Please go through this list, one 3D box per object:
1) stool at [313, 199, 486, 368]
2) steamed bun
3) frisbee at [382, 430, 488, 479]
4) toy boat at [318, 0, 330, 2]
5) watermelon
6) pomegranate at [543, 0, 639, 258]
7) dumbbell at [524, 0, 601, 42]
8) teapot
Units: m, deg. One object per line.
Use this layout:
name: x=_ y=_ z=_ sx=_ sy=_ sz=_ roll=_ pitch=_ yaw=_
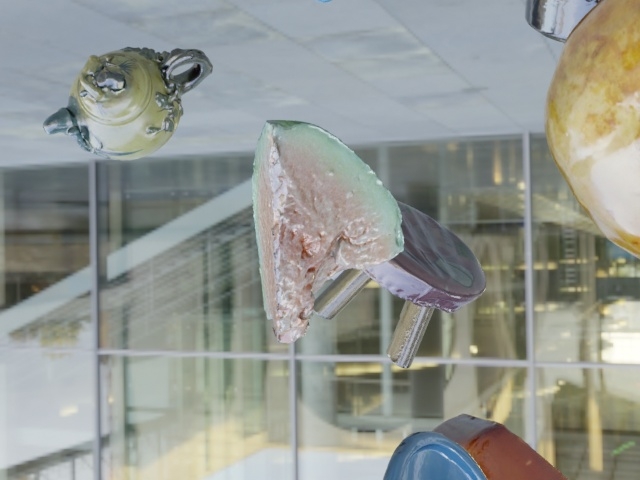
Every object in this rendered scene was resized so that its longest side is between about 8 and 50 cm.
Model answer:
stool: x=0.125 y=0.062 z=1.488 sx=0.272 sy=0.178 sz=0.272 roll=26 pitch=-156 yaw=-13
steamed bun: x=0.329 y=0.510 z=1.580 sx=0.379 sy=0.248 sz=0.235 roll=43 pitch=164 yaw=-11
frisbee: x=0.140 y=0.362 z=0.997 sx=0.049 sy=0.289 sz=0.290 roll=-25 pitch=167 yaw=31
toy boat: x=0.013 y=-0.216 z=0.534 sx=0.105 sy=0.149 sz=0.034 roll=-21 pitch=-131 yaw=-19
watermelon: x=-0.002 y=-0.010 z=0.523 sx=0.101 sy=0.155 sz=0.080 roll=-11 pitch=-152 yaw=3
pomegranate: x=0.317 y=-0.097 z=0.687 sx=0.270 sy=0.252 sz=0.229 roll=-14 pitch=152 yaw=-46
dumbbell: x=0.273 y=-0.303 z=0.814 sx=0.153 sy=0.218 sz=0.152 roll=-3 pitch=-148 yaw=2
teapot: x=-0.292 y=-0.223 z=1.335 sx=0.270 sy=0.173 sz=0.182 roll=-27 pitch=169 yaw=-2
